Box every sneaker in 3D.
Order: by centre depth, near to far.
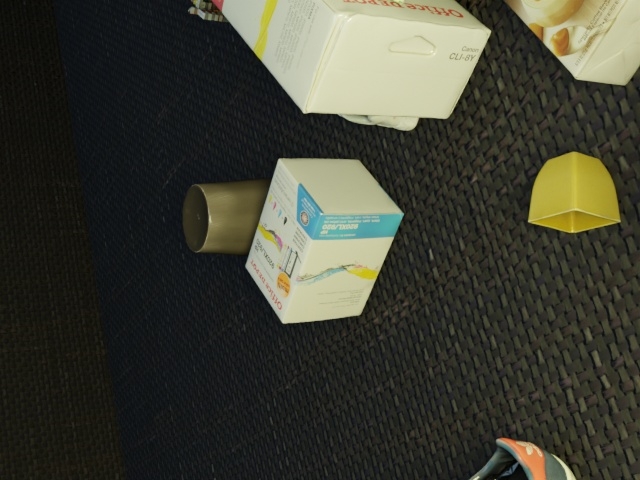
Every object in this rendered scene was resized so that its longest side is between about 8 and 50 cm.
[{"bbox_3d":[0.179,0.402,1.104,0.131,0.148,0.350,22,76,54],"label":"sneaker"},{"bbox_3d":[0.060,-0.239,1.444,0.232,0.115,0.090,22,110,56],"label":"sneaker"}]

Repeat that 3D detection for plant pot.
[{"bbox_3d":[0.315,-0.062,1.080,0.081,0.081,0.083,-18,64,57],"label":"plant pot"}]

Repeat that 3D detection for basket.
[{"bbox_3d":[-0.136,-0.044,1.663,0.204,0.226,0.154,-51,50,45],"label":"basket"}]

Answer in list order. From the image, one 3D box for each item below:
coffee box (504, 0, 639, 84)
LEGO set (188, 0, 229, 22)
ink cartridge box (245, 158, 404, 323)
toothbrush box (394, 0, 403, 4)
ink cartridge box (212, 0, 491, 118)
[{"bbox_3d":[0.308,-0.321,1.056,0.247,0.098,0.141,61,139,37],"label":"coffee box"},{"bbox_3d":[-0.193,-0.588,1.765,0.255,0.192,0.331,55,135,42],"label":"LEGO set"},{"bbox_3d":[0.000,0.000,1.500,0.171,0.168,0.233,53,135,42],"label":"ink cartridge box"},{"bbox_3d":[0.109,-0.493,1.226,0.283,0.122,0.206,-83,17,-55],"label":"toothbrush box"},{"bbox_3d":[0.025,-0.354,1.325,0.385,0.279,0.160,54,135,39],"label":"ink cartridge box"}]
